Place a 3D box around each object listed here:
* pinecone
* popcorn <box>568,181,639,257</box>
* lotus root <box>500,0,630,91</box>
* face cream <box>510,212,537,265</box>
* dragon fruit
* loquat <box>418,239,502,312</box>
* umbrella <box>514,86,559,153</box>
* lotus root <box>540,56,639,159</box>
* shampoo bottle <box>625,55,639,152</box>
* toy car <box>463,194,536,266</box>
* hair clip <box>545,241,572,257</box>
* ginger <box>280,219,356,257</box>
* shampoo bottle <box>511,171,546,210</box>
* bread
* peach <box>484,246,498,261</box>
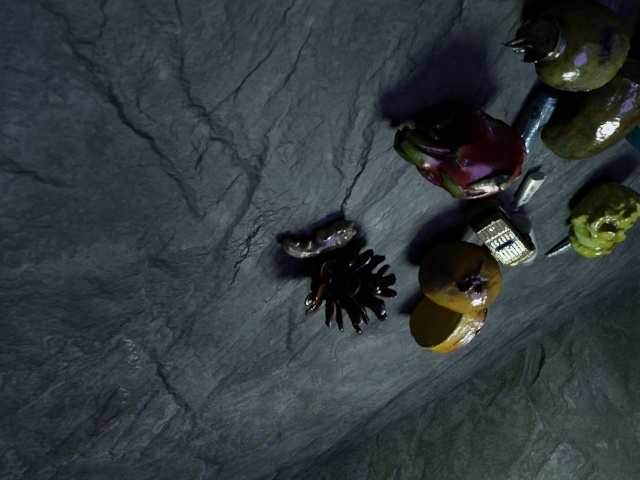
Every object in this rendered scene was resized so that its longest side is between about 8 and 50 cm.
[{"bbox_3d":[0.078,0.116,1.269,0.228,0.201,0.202,-52,-178,-19],"label":"pinecone"},{"bbox_3d":[0.916,-0.077,1.699,0.225,0.173,0.286,-36,150,-4],"label":"popcorn"},{"bbox_3d":[0.439,-0.345,0.935,0.278,0.154,0.154,-4,141,-36],"label":"lotus root"},{"bbox_3d":[0.628,0.013,1.665,0.092,0.092,0.311,-36,148,10],"label":"face cream"},{"bbox_3d":[0.275,-0.183,1.040,0.269,0.200,0.198,26,137,-7],"label":"dragon fruit"},{"bbox_3d":[0.385,0.098,1.476,0.193,0.238,0.238,-60,148,-7],"label":"loquat"},{"bbox_3d":[0.464,-0.236,1.206,0.053,0.052,0.250,-2,141,-10],"label":"umbrella"},{"bbox_3d":[0.586,-0.270,1.128,0.160,0.152,0.274,-42,166,-16],"label":"lotus root"},{"bbox_3d":[0.825,-0.356,1.060,0.332,0.331,0.342,-25,148,-8],"label":"shampoo bottle"},{"bbox_3d":[0.495,-0.004,1.433,0.101,0.124,0.257,-35,123,24],"label":"toy car"},{"bbox_3d":[0.922,-0.003,1.934,0.229,0.036,0.066,-40,141,17],"label":"hair clip"},{"bbox_3d":[-0.001,0.003,1.176,0.174,0.051,0.069,-21,145,-17],"label":"ginger"},{"bbox_3d":[0.564,-0.131,1.460,0.049,0.034,0.141,-22,150,-23],"label":"shampoo bottle"},{"bbox_3d":[0.415,0.251,1.740,0.143,0.195,0.269,13,127,-36],"label":"bread"},{"bbox_3d":[0.544,0.040,1.672,0.078,0.050,0.083,-9,142,15],"label":"peach"}]
